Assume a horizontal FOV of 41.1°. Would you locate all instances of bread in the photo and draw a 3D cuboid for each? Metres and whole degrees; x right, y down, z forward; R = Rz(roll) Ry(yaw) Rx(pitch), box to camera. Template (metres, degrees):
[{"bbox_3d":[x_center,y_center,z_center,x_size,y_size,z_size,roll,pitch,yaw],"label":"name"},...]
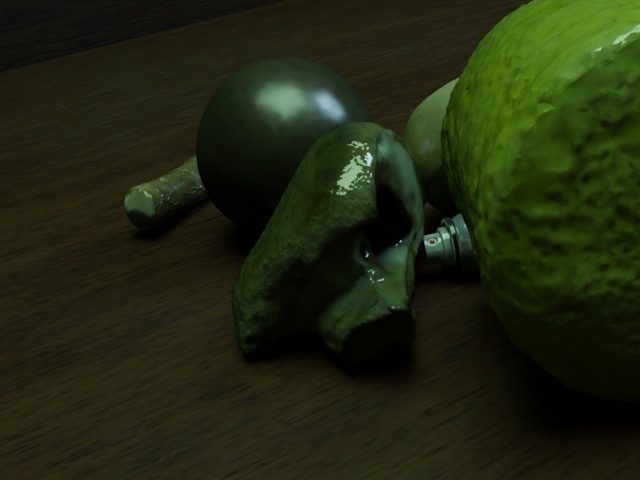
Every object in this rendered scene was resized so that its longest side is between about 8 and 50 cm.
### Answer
[{"bbox_3d":[0.280,-0.056,0.771,0.348,0.348,0.308,-10,22,-2],"label":"bread"}]

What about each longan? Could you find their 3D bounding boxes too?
[{"bbox_3d":[-0.047,-0.124,1.157,0.258,0.258,0.258,-8,25,4],"label":"longan"}]

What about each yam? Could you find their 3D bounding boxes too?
[{"bbox_3d":[-0.194,-0.112,1.380,0.081,0.081,0.357,4,25,27],"label":"yam"}]

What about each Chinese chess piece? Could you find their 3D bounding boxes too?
[{"bbox_3d":[0.229,-0.122,1.074,0.251,0.251,0.097,-10,69,-1],"label":"Chinese chess piece"}]

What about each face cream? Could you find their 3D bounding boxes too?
[{"bbox_3d":[0.233,-0.008,1.004,0.229,0.075,0.075,-11,25,-2],"label":"face cream"}]

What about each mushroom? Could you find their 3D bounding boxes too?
[{"bbox_3d":[-0.007,-0.002,0.931,0.217,0.212,0.292,-12,42,17],"label":"mushroom"}]
